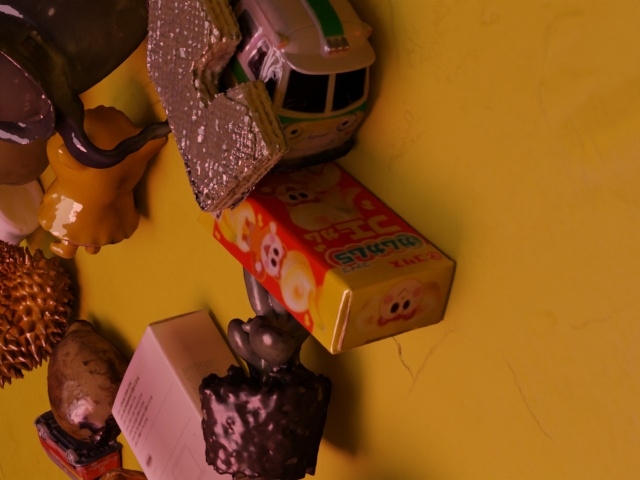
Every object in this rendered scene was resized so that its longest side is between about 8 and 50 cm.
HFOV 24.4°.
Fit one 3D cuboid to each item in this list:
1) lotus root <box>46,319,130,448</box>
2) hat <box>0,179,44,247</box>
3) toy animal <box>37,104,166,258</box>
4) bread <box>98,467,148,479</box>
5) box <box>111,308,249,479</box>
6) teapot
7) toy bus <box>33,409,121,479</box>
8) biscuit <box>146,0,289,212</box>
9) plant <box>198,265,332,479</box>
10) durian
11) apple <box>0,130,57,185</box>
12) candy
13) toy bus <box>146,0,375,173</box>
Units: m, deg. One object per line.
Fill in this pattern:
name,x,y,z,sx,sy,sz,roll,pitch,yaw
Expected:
lotus root,-0.340,0.206,2.167,0.214,0.138,0.138,61,144,40
hat,-0.505,-0.049,2.290,0.126,0.203,0.203,-29,76,36
toy animal,-0.305,-0.070,1.997,0.156,0.156,0.229,52,140,31
bread,-0.258,0.411,2.064,0.143,0.149,0.158,-49,25,47
box,-0.161,0.252,1.935,0.251,0.106,0.203,55,142,26
teapot,-0.346,-0.220,1.870,0.223,0.285,0.305,-1,135,39
toy bus,-0.377,0.322,2.297,0.174,0.079,0.077,26,131,49
biscuit,-0.118,-0.165,1.532,0.147,0.046,0.250,-37,69,50
plant,-0.056,0.138,1.703,0.146,0.149,0.274,12,99,7
durian,-0.453,0.130,2.267,0.183,0.138,0.249,-90,16,-46
apple,-0.492,-0.193,2.130,0.262,0.262,0.262,23,120,50
candy,0.000,0.000,1.589,0.276,0.146,0.088,44,134,40
toy bus,-0.061,-0.240,1.595,0.305,0.143,0.179,61,142,23
